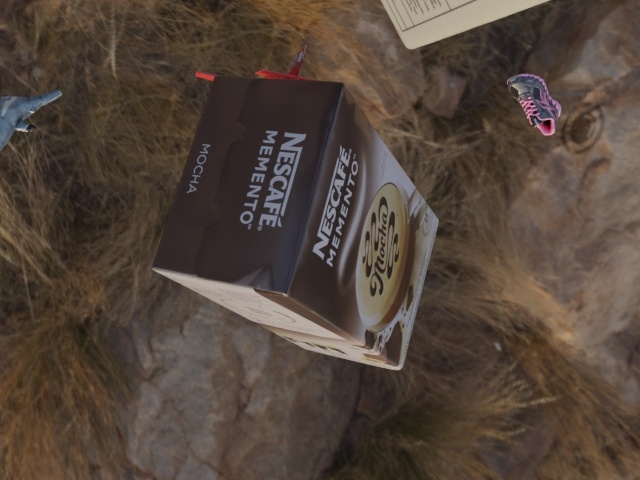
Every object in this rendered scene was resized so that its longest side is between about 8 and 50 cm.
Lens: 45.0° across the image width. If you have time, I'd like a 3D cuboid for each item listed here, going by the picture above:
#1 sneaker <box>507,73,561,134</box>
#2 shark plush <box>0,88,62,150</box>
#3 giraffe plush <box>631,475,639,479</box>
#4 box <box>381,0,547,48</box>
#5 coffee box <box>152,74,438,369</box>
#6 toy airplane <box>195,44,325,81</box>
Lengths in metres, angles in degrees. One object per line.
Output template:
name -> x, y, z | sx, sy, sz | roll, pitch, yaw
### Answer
sneaker -> 0.315, -0.197, 1.136 | 0.119, 0.047, 0.057 | 32, 58, -34
shark plush -> -0.453, -0.175, 1.151 | 0.161, 0.067, 0.073 | -40, 162, -46
giraffe plush -> 0.175, 0.158, 0.298 | 0.171, 0.210, 0.181 | 20, 110, -15
box -> 0.105, -0.208, 0.400 | 0.127, 0.232, 0.148 | -32, 104, -12
coffee box -> 0.000, 0.000, 0.688 | 0.297, 0.119, 0.168 | 40, 63, -61
toy airplane -> -0.037, -0.141, 0.723 | 0.151, 0.151, 0.028 | 10, 78, -29
